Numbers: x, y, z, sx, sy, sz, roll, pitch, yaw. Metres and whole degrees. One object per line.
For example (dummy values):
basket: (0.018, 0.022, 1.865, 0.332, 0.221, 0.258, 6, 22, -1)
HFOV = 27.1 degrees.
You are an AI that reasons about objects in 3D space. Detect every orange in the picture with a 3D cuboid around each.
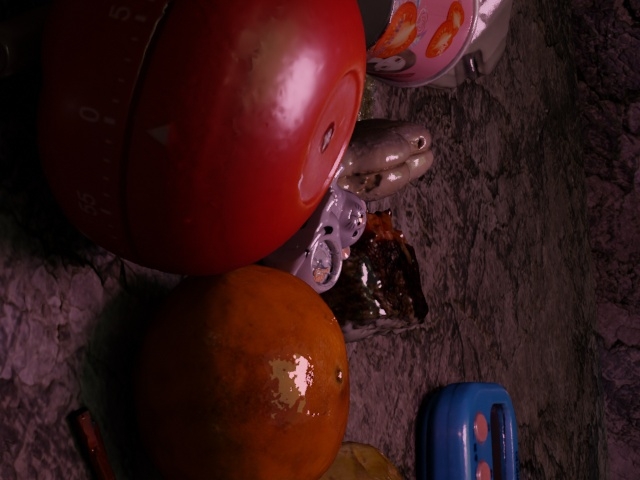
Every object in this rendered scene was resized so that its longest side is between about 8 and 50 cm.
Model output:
orange: (-0.083, 0.163, 1.497, 0.284, 0.226, 0.283, -4, 90, -71)

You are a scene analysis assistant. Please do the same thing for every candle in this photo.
candle: (-0.226, 0.248, 1.404, 0.026, 0.021, 0.167, -55, 134, -54)

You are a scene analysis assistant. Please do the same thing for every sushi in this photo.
sushi: (0.024, 0.057, 1.829, 0.181, 0.196, 0.343, 70, 16, 11)

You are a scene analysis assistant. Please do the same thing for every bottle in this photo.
bottle: (-0.288, -0.199, 1.308, 0.140, 0.053, 0.053, -45, 126, -59)

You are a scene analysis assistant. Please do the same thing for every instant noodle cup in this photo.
instant noodle cup: (0.079, -0.352, 1.954, 0.231, 0.243, 0.242, -5, 90, -59)

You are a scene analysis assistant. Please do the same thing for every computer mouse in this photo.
computer mouse: (0.187, -0.468, 2.226, 0.145, 0.228, 0.428, -143, -146, -64)

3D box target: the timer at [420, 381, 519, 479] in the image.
timer: (0.270, 0.423, 2.363, 0.309, 0.115, 0.340, 14, 73, -64)

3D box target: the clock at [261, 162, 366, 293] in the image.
clock: (0.001, 0.000, 1.632, 0.117, 0.080, 0.176, 48, 57, -44)

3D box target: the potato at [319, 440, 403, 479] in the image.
potato: (0.002, 0.379, 1.687, 0.299, 0.196, 0.246, -57, 135, -51)

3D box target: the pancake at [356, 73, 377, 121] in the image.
pancake: (0.063, -0.245, 2.135, 0.116, 0.023, 0.129, 34, 55, -57)

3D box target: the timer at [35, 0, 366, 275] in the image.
timer: (-0.112, -0.149, 1.350, 0.378, 0.279, 0.377, 19, 90, -75)

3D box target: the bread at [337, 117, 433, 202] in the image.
bread: (0.060, -0.113, 1.921, 0.337, 0.183, 0.101, -32, 118, -61)
